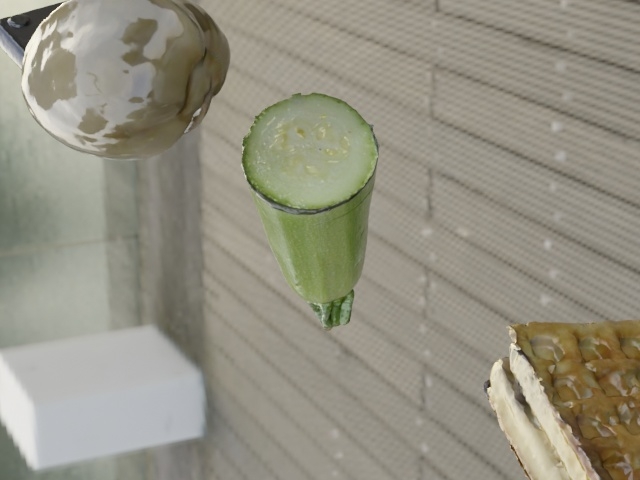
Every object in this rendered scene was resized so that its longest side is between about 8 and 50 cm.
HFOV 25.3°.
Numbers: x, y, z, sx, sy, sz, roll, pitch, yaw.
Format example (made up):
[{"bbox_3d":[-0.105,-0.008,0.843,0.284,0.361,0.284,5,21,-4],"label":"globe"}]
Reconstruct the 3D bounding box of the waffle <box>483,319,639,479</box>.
[{"bbox_3d":[0.289,0.201,1.211,0.308,0.213,0.091,-113,31,-45],"label":"waffle"}]

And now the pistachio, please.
[{"bbox_3d":[-0.122,-0.102,0.867,0.149,0.113,0.113,-2,96,36],"label":"pistachio"}]

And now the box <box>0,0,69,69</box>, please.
[{"bbox_3d":[-0.177,-0.152,1.135,0.125,0.126,0.027,44,140,31],"label":"box"}]

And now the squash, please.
[{"bbox_3d":[0.000,0.000,1.028,0.224,0.094,0.094,83,164,-56],"label":"squash"}]
